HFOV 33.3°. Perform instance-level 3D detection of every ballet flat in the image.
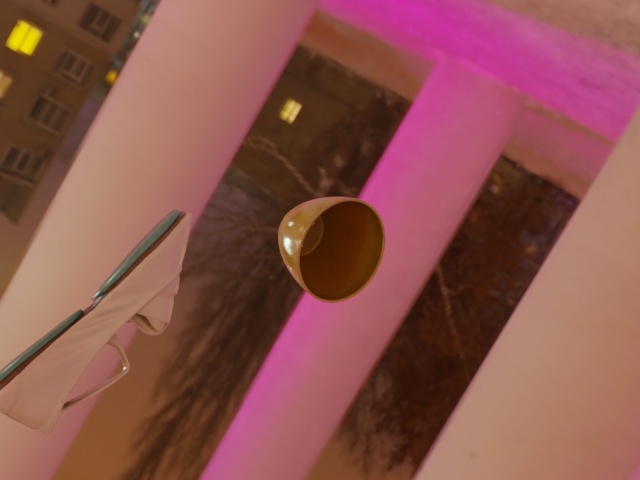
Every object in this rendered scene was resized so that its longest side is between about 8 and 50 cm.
[{"bbox_3d":[-0.310,0.126,1.593,0.139,0.400,0.139,37,158,18],"label":"ballet flat"}]

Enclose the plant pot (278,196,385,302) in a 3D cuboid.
[{"bbox_3d":[0.000,0.000,1.348,0.134,0.134,0.095,26,180,-41],"label":"plant pot"}]
